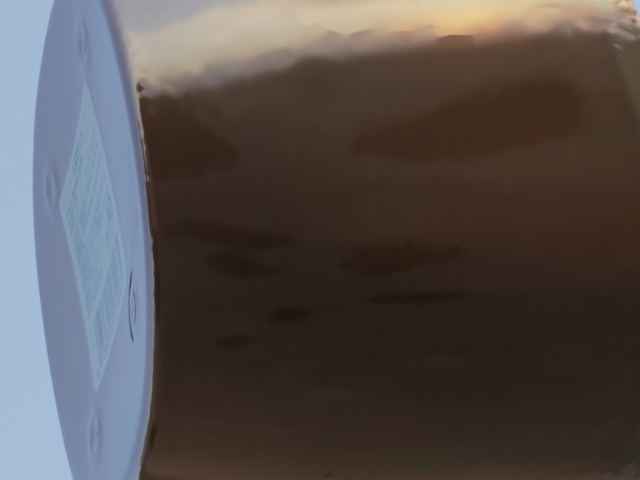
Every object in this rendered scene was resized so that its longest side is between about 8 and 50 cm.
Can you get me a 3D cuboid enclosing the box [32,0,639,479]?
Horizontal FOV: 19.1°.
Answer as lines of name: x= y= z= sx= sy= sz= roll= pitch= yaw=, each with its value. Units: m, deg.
box: x=0.000 y=0.000 z=0.824 sx=0.216 sy=0.301 sz=0.301 roll=-4 pitch=-67 yaw=-20
